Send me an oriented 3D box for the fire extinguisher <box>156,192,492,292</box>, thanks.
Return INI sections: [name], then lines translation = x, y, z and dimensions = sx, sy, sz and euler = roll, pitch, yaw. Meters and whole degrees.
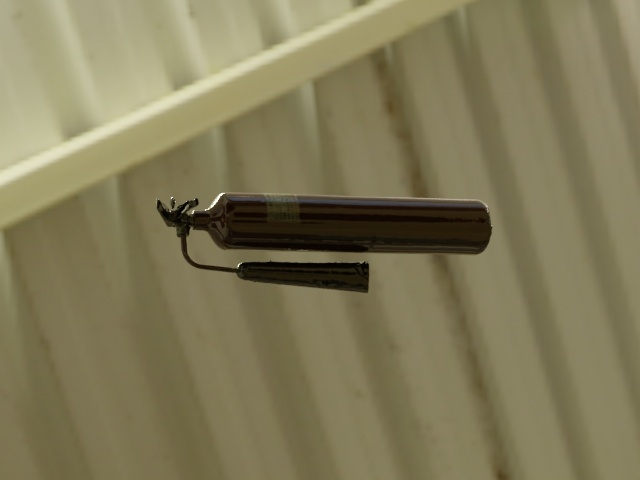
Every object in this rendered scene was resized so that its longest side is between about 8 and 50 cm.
[fire extinguisher]
translation = 0.000, 0.000, 0.888
dimensions = 0.173, 0.035, 0.049
euler = 2, -72, -16
